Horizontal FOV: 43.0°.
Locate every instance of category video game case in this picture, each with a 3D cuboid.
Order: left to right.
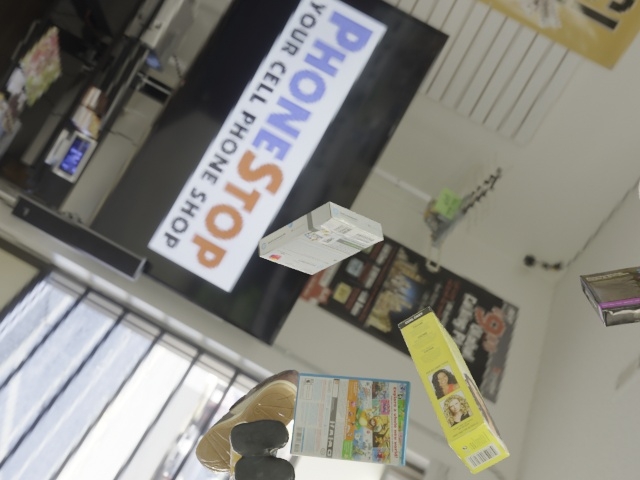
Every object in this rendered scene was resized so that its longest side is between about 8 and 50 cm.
[{"bbox_3d":[0.043,0.257,1.175,0.015,0.166,0.119,59,36,-67],"label":"video game case"}]

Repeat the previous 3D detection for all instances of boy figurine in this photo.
[{"bbox_3d":[-0.108,0.351,1.160,0.285,0.092,0.177,116,-31,-51],"label":"boy figurine"}]

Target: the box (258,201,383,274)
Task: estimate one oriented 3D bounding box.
[{"bbox_3d":[0.000,0.000,1.516,0.186,0.145,0.038,-29,-125,35],"label":"box"}]

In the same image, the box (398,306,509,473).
[{"bbox_3d":[0.179,0.199,1.116,0.058,0.087,0.232,-32,-143,9],"label":"box"}]

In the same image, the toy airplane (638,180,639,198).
[{"bbox_3d":[0.544,-0.072,1.007,0.272,0.384,0.386,-11,-171,34],"label":"toy airplane"}]

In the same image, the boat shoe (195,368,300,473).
[{"bbox_3d":[-0.129,0.345,1.547,0.285,0.103,0.092,-47,-177,28],"label":"boat shoe"}]

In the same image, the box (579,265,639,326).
[{"bbox_3d":[0.444,0.075,1.156,0.162,0.116,0.029,-68,147,-72],"label":"box"}]
